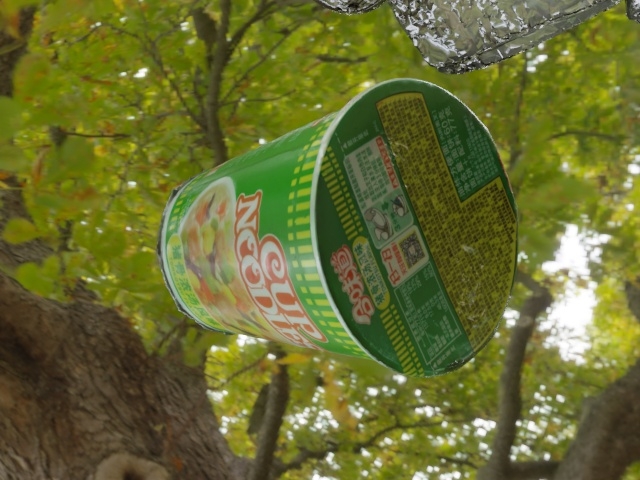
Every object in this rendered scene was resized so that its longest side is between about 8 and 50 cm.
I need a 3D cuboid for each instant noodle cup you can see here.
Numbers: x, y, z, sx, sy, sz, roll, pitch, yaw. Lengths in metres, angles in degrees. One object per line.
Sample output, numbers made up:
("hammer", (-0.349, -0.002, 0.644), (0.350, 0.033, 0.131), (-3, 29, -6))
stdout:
("instant noodle cup", (0.000, 0.000, 0.714), (0.207, 0.233, 0.207), (6, -100, -40))

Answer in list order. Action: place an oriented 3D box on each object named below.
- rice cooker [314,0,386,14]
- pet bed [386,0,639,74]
("rice cooker", (0.020, -0.345, 1.123), (0.165, 0.112, 0.106), (21, -130, -40))
("pet bed", (0.102, -0.211, 0.442), (0.183, 0.159, 0.211), (56, -147, -27))
